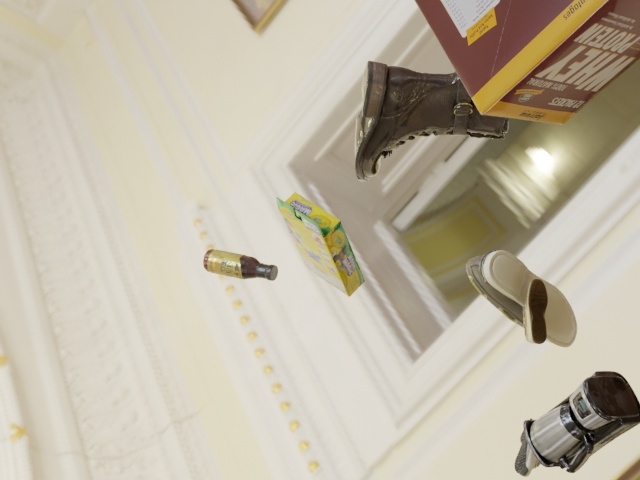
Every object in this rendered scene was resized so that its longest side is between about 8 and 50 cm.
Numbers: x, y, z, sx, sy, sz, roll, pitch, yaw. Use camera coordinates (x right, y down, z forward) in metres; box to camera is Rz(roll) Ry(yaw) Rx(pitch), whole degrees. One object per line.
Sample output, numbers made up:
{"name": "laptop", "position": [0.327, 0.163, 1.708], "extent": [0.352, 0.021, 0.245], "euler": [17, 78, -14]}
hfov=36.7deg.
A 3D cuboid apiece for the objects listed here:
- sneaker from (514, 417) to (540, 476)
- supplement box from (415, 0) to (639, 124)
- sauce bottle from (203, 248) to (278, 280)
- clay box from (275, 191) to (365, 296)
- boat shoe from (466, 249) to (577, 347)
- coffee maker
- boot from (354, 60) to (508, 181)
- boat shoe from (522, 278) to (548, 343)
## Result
{"name": "sneaker", "position": [0.432, 0.416, 1.903], "extent": [0.075, 0.057, 0.161], "euler": [25, -153, 6]}
{"name": "supplement box", "position": [0.203, -0.239, 0.864], "extent": [0.129, 0.191, 0.194], "euler": [-1, -122, -44]}
{"name": "sauce bottle", "position": [-0.130, 0.042, 1.581], "extent": [0.128, 0.042, 0.042], "euler": [8, -179, 28]}
{"name": "clay box", "position": [0.000, 0.000, 1.803], "extent": [0.127, 0.053, 0.222], "euler": [33, 158, 35]}
{"name": "boat shoe", "position": [0.437, 0.127, 2.081], "extent": [0.305, 0.109, 0.091], "euler": [40, 155, -24]}
{"name": "coffee maker", "position": [0.475, 0.311, 1.710], "extent": [0.171, 0.178, 0.120], "euler": [-21, -111, -47]}
{"name": "boot", "position": [0.171, -0.173, 1.469], "extent": [0.229, 0.263, 0.091], "euler": [4, -124, -3]}
{"name": "boat shoe", "position": [0.440, 0.148, 2.002], "extent": [0.050, 0.135, 0.045], "euler": [8, 169, -21]}
